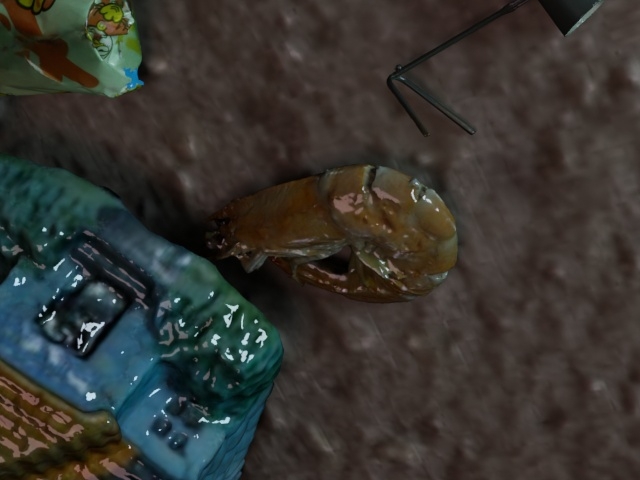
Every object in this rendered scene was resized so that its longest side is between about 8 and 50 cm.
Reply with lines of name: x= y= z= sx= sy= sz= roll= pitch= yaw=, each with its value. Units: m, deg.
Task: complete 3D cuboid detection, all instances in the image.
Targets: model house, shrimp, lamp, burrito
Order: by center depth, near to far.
lamp: x=0.087 y=-0.103 z=0.596 sx=0.054 sy=0.041 sz=0.121 roll=48 pitch=127 yaw=5
shrimp: x=0.000 y=0.000 z=0.709 sx=0.180 sy=0.041 sz=0.099 roll=-7 pitch=130 yaw=30
model house: x=-0.199 y=0.118 z=0.741 sx=0.261 sy=0.241 sz=0.226 roll=30 pitch=141 yaw=9
burrito: x=-0.226 y=-0.109 z=0.751 sx=0.288 sy=0.054 sz=0.104 roll=4 pitch=122 yaw=25
